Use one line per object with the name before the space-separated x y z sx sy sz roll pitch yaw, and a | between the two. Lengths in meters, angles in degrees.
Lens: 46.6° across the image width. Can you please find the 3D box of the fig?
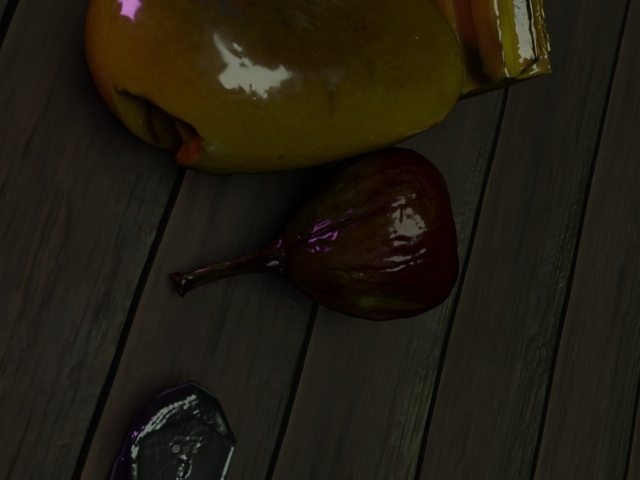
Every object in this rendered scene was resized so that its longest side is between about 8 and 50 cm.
fig | 0.015 0.028 0.770 0.290 0.190 0.191 -36 106 -11

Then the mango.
mango | -0.032 -0.180 0.699 0.365 0.182 0.253 2 71 -14

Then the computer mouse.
computer mouse | -0.146 0.226 0.703 0.106 0.062 0.192 15 85 -32

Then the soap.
soap | 0.140 -0.315 0.836 0.096 0.204 0.324 -13 94 -35
